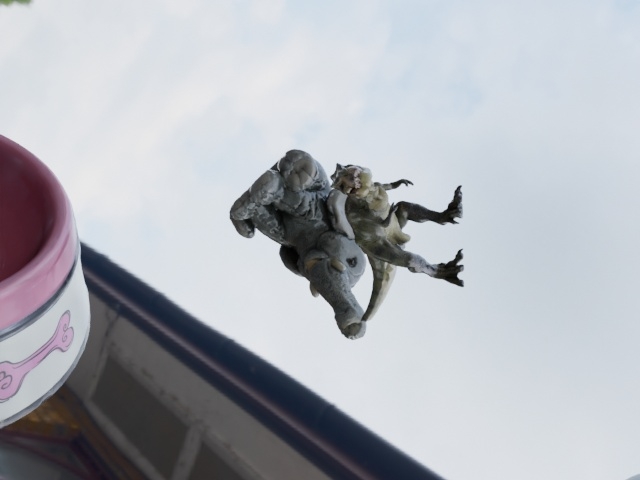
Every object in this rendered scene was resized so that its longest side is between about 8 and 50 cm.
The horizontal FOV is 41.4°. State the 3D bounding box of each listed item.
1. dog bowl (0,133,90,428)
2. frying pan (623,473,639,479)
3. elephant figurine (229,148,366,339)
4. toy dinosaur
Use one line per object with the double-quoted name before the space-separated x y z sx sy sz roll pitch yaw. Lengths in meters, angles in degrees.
"dog bowl" -0.433 0.013 0.857 0.408 0.408 0.150 -118 -143 -45
"frying pan" 0.149 0.275 0.470 0.053 0.197 0.326 14 -120 26
"elephant figurine" 0.000 0.000 1.165 0.186 0.239 0.169 -46 -176 -20
"toy dinosaur" 0.082 0.000 0.835 0.118 0.268 0.064 -1 -127 11
